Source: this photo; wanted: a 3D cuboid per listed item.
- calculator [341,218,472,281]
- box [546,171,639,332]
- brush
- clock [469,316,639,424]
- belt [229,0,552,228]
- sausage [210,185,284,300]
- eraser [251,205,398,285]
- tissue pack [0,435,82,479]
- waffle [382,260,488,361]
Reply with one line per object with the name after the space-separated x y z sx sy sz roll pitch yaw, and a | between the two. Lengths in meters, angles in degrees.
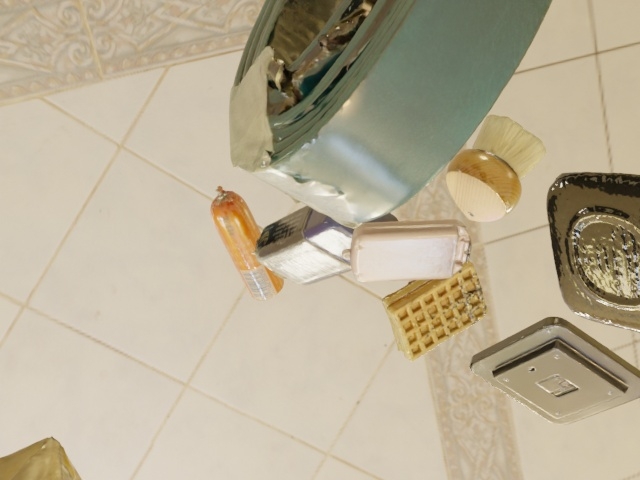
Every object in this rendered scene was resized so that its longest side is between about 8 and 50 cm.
0.116 0.015 1.012 0.175 0.032 0.100 -2 135 -1 | calculator
0.374 0.019 0.923 0.042 0.201 0.212 -26 112 -34 | box
0.391 -0.151 1.726 0.174 0.266 0.166 33 76 13 | brush
0.487 0.282 1.553 0.273 0.279 0.049 33 50 -12 | clock
0.069 -0.233 0.788 0.173 0.300 0.436 31 95 -33 | belt
-0.177 0.001 1.742 0.093 0.093 0.312 -31 129 -9 | sausage
0.000 0.000 1.523 0.155 0.332 0.101 29 62 -23 | eraser
-0.276 0.404 0.652 0.293 0.228 0.382 -20 126 -9 | tissue pack
0.168 0.097 1.096 0.148 0.042 0.102 -28 115 -13 | waffle
